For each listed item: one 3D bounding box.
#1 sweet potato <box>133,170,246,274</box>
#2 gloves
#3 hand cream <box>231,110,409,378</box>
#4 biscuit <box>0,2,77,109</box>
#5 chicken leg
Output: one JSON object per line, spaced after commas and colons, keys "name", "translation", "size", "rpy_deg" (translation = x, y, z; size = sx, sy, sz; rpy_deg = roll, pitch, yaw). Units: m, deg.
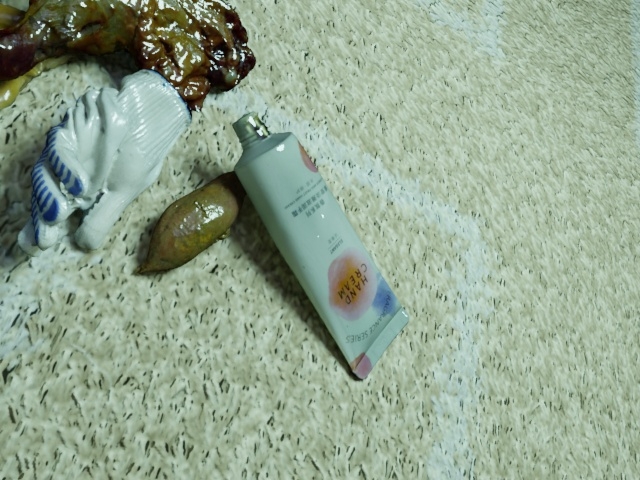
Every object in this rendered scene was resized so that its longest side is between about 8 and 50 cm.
{"name": "sweet potato", "translation": [-0.120, -0.038, 0.654], "size": [0.068, 0.068, 0.226], "rpy_deg": [47, 54, -6]}
{"name": "gloves", "translation": [-0.222, -0.078, 0.583], "size": [0.229, 0.097, 0.119], "rpy_deg": [-60, 137, -28]}
{"name": "hand cream", "translation": [0.000, 0.000, 0.683], "size": [0.124, 0.078, 0.340], "rpy_deg": [-45, 110, -37]}
{"name": "biscuit", "translation": [-0.373, -0.186, 0.586], "size": [0.144, 0.033, 0.224], "rpy_deg": [46, 54, -7]}
{"name": "chicken leg", "translation": [-0.214, -0.226, 0.655], "size": [0.323, 0.083, 0.177], "rpy_deg": [9, 81, -42]}
